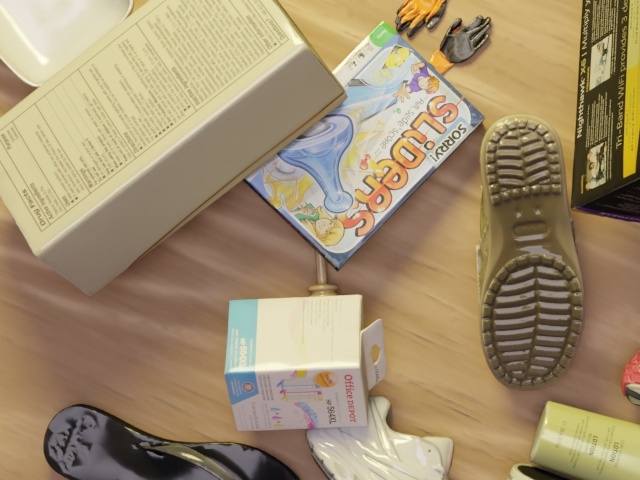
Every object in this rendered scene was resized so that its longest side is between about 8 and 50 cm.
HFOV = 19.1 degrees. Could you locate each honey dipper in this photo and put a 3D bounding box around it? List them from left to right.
[{"bbox_3d":[0.000,0.000,1.817,0.030,0.030,0.160,-4,87,5],"label":"honey dipper"}]

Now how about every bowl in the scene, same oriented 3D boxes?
[{"bbox_3d":[-0.259,-0.231,1.824,0.142,0.053,0.142,-40,86,4],"label":"bowl"}]

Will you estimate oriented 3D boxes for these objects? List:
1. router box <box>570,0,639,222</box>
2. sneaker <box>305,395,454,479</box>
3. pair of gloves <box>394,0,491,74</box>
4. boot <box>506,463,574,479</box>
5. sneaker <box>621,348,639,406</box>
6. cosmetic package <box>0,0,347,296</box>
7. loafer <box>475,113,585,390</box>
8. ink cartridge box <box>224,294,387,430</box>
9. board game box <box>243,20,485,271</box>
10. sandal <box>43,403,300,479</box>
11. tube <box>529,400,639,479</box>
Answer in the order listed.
[{"bbox_3d":[0.311,-0.189,1.645,0.081,0.243,0.309,9,77,-17],"label":"router box"},{"bbox_3d":[0.091,0.238,1.767,0.115,0.090,0.232,-37,75,-5],"label":"sneaker"},{"bbox_3d":[0.117,-0.207,1.813,0.074,0.010,0.083,-42,88,4],"label":"pair of gloves"},{"bbox_3d":[0.265,0.330,1.773,0.244,0.088,0.176,19,99,5],"label":"boot"},{"bbox_3d":[0.423,0.160,1.742,0.299,0.121,0.112,10,121,12],"label":"sneaker"},{"bbox_3d":[-0.150,-0.112,1.759,0.309,0.113,0.160,-37,58,5],"label":"cosmetic package"},{"bbox_3d":[0.195,0.007,1.771,0.102,0.092,0.268,0,106,6],"label":"loafer"},{"bbox_3d":[-0.011,0.114,1.769,0.143,0.092,0.090,-3,47,6],"label":"ink cartridge box"},{"bbox_3d":[0.038,-0.089,1.795,0.136,0.035,0.201,43,85,3],"label":"board game box"},{"bbox_3d":[-0.145,0.228,1.816,0.254,0.054,0.097,14,92,5],"label":"sandal"},{"bbox_3d":[0.318,0.211,1.775,0.240,0.062,0.070,17,125,2],"label":"tube"}]
